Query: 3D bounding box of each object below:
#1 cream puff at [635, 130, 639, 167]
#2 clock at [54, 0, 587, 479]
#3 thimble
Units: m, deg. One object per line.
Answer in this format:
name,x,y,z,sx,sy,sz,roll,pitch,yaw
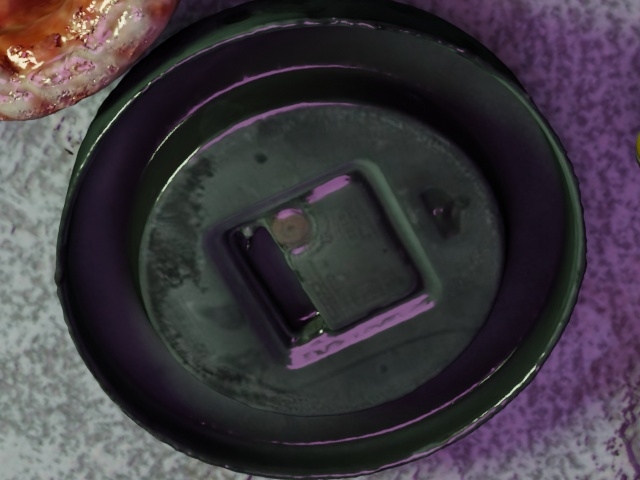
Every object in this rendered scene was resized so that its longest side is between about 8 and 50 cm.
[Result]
cream puff,0.258,-0.070,1.123,0.146,0.146,0.116,14,92,1
clock,0.000,0.001,1.164,0.319,0.066,0.318,-2,120,-4
thimble,-0.177,-0.191,1.110,0.239,0.162,0.239,1,111,3
